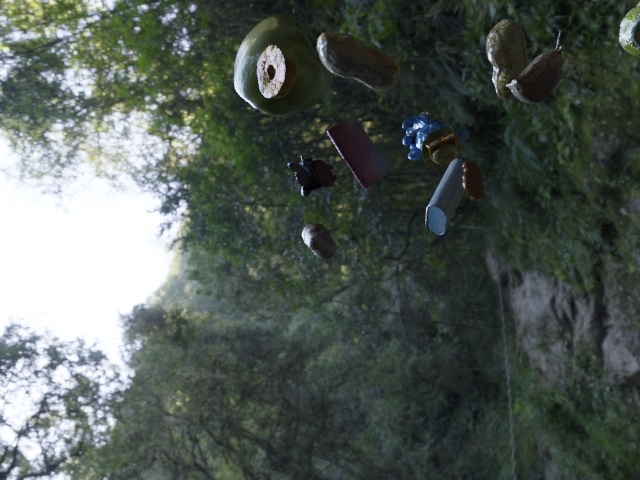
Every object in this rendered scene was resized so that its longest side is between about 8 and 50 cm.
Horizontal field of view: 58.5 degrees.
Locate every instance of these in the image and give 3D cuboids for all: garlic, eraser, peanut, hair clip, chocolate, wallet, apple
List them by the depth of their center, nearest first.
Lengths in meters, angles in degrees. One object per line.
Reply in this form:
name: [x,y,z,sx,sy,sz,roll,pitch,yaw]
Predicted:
garlic: [0.622,-0.473,1.605,0.198,0.090,0.128,-45,-44,7]
chocolate: [0.123,-0.572,1.840,0.309,0.134,0.134,18,-105,-27]
peanut: [0.611,-0.592,1.878,0.137,0.122,0.253,-22,-74,-24]
wallet: [0.127,-0.291,1.878,0.119,0.025,0.232,-35,-86,-23]
hair clip: [-0.023,-0.228,1.936,0.187,0.146,0.056,56,-154,-58]
eraser: [0.453,-0.157,2.033,0.227,0.081,0.174,-57,-26,-25]
apple: [-0.137,-0.628,2.088,0.357,0.357,0.358,6,-90,-68]
garlic: [0.000,0.000,2.098,0.147,0.102,0.159,53,178,-2]

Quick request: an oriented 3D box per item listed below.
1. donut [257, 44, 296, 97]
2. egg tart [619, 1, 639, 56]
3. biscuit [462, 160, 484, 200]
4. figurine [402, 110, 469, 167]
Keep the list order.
donut: [-0.127,-0.495,1.690,0.058,0.152,0.152,-1,-83,-41]
egg tart: [1.069,-0.679,1.842,0.078,0.197,0.197,-56,-36,-48]
biscuit: [0.471,-0.184,1.771,0.102,0.019,0.131,11,-110,-40]
figurine: [0.361,-0.336,1.884,0.179,0.262,0.154,-9,-58,-23]
